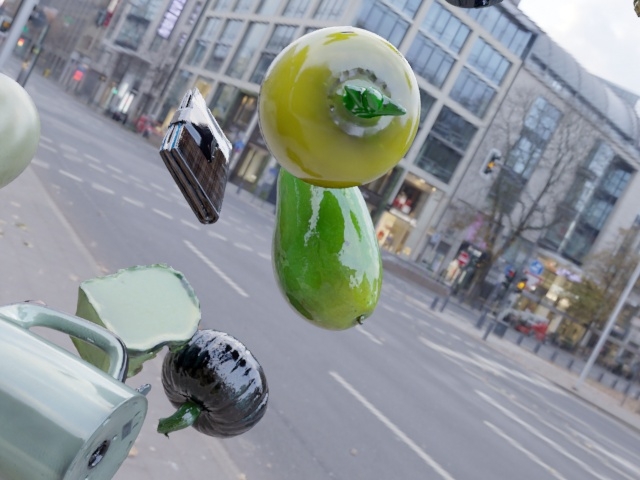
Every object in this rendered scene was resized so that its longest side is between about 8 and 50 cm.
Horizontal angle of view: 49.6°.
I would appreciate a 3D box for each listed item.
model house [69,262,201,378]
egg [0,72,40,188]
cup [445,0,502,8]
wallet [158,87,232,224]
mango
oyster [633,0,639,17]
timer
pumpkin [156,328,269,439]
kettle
[{"bbox_3d":[-0.348,0.179,1.319,0.214,0.189,0.195,-16,57,-48],"label":"model house"},{"bbox_3d":[-0.538,-0.157,1.044,0.189,0.188,0.253,27,41,0],"label":"egg"},{"bbox_3d":[0.300,-0.535,1.322,0.155,0.131,0.176,71,-4,-57],"label":"cup"},{"bbox_3d":[-0.168,-0.125,0.974,0.230,0.042,0.124,-89,157,-58],"label":"wallet"},{"bbox_3d":[0.000,0.000,1.403,0.201,0.225,0.381,2,67,-49],"label":"mango"},{"bbox_3d":[0.564,-0.409,1.165,0.163,0.081,0.191,0,42,-45],"label":"oyster"},{"bbox_3d":[0.044,-0.209,1.084,0.285,0.285,0.285,27,3,-2],"label":"timer"},{"bbox_3d":[-0.241,0.322,1.452,0.248,0.247,0.248,27,3,-2],"label":"pumpkin"},{"bbox_3d":[-0.348,0.184,0.854,0.255,0.165,0.240,26,41,13],"label":"kettle"}]
